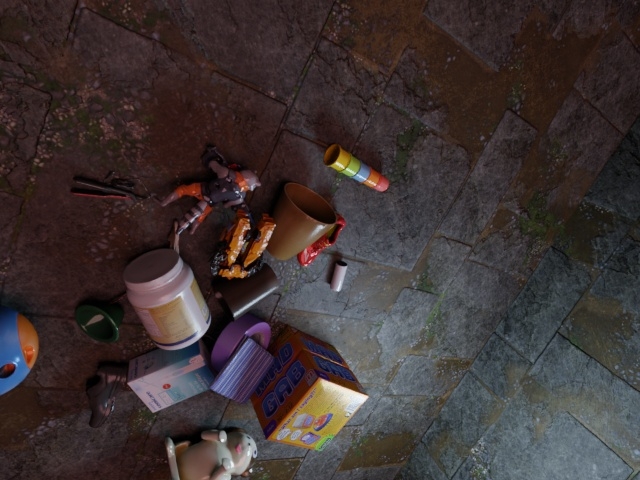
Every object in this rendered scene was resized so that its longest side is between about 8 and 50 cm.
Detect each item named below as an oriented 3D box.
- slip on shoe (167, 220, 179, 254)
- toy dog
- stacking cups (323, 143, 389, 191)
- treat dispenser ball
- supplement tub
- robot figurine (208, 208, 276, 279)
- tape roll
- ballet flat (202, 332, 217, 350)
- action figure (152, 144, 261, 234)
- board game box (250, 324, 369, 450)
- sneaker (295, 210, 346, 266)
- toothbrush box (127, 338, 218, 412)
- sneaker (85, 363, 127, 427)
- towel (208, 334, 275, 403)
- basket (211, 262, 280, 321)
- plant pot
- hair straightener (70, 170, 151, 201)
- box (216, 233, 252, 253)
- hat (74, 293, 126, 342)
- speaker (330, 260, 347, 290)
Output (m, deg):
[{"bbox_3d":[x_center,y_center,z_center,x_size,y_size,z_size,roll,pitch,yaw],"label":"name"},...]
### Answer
[{"bbox_3d":[-0.528,-0.009,1.502,0.041,0.051,0.135,1,123,-16],"label":"slip on shoe"},{"bbox_3d":[-0.502,1.066,1.998,0.408,0.284,0.395,-10,134,-24],"label":"toy dog"},{"bbox_3d":[0.153,-0.286,1.696,0.316,0.096,0.096,21,106,-41],"label":"stacking cups"},{"bbox_3d":[-1.031,0.339,1.272,0.288,0.288,0.288,-13,123,-22],"label":"treat dispenser ball"},{"bbox_3d":[-0.547,0.210,1.501,0.228,0.228,0.316,-22,125,-16],"label":"supplement tub"},{"bbox_3d":[-0.288,0.027,1.534,0.211,0.085,0.291,9,127,-35],"label":"robot figurine"},{"bbox_3d":[-0.331,0.450,1.767,0.275,0.090,0.274,-44,148,-37],"label":"tape roll"},{"bbox_3d":[-0.476,0.435,1.784,0.057,0.049,0.173,-48,128,3],"label":"ballet flat"},{"bbox_3d":[-0.347,-0.129,1.454,0.330,0.178,0.341,-31,127,2],"label":"action figure"},{"bbox_3d":[-0.075,0.689,1.954,0.356,0.356,0.356,35,98,-38],"label":"board game box"},{"bbox_3d":[0.000,0.000,1.747,0.107,0.118,0.279,31,100,-37],"label":"sneaker"},{"bbox_3d":[-0.595,0.542,1.712,0.296,0.126,0.216,-20,126,-6],"label":"toothbrush box"},{"bbox_3d":[-0.867,0.605,1.649,0.130,0.109,0.286,21,97,-29],"label":"sneaker"},{"bbox_3d":[-0.317,0.545,1.745,0.243,0.040,0.336,-54,151,-18],"label":"towel"},{"bbox_3d":[-0.290,0.196,1.673,0.227,0.204,0.154,-28,116,-23],"label":"basket"},{"bbox_3d":[-0.105,-0.052,1.614,0.237,0.237,0.254,20,120,-35],"label":"plant pot"},{"bbox_3d":[-0.659,-0.173,1.332,0.230,0.047,0.089,8,113,-32],"label":"hair straightener"},{"bbox_3d":[-0.314,0.025,1.632,0.169,0.054,0.059,-16,124,-19],"label":"box"},{"bbox_3d":[-0.755,0.254,1.544,0.208,0.183,0.173,-1,119,20],"label":"hat"},{"bbox_3d":[0.083,0.163,1.928,0.055,0.055,0.136,0,117,-29],"label":"speaker"}]
